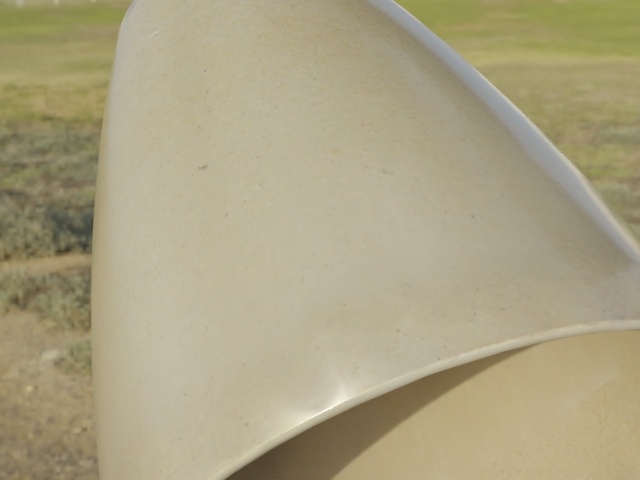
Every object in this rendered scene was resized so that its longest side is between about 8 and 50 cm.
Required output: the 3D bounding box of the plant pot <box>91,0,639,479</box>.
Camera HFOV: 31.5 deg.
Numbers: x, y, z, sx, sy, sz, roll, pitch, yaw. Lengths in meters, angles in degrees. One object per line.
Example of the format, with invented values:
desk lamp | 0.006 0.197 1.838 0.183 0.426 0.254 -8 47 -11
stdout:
plant pot | 0.000 0.000 0.517 0.257 0.256 0.274 -8 55 -23
